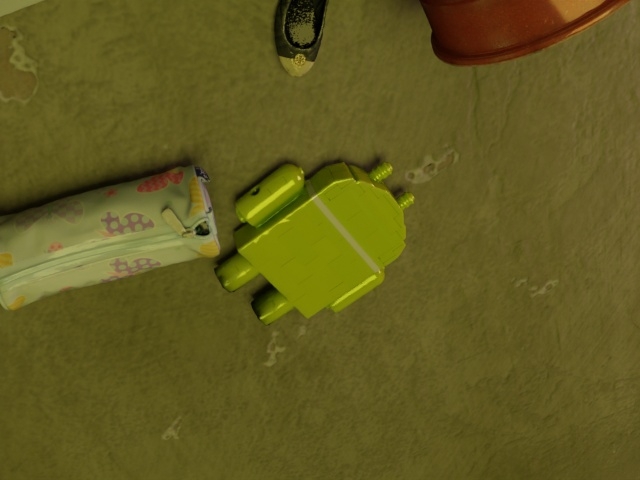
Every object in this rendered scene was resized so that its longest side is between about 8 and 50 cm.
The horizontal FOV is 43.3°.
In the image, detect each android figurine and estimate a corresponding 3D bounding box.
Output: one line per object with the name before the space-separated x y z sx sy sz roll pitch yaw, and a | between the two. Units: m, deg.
android figurine | 0.000 0.000 1.084 0.273 0.056 0.248 -37 126 9

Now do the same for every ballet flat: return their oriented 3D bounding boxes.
ballet flat | -0.016 -0.263 0.900 0.058 0.049 0.173 1 123 -18

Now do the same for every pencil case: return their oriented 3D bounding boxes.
pencil case | -0.255 -0.002 0.955 0.273 0.124 0.113 -15 127 -8

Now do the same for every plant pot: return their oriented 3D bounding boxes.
plant pot | 0.171 -0.358 0.782 0.272 0.272 0.265 -33 120 6

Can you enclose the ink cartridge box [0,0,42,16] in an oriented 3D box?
ink cartridge box | -0.339 -0.267 0.688 0.224 0.045 0.223 -31 159 -23
